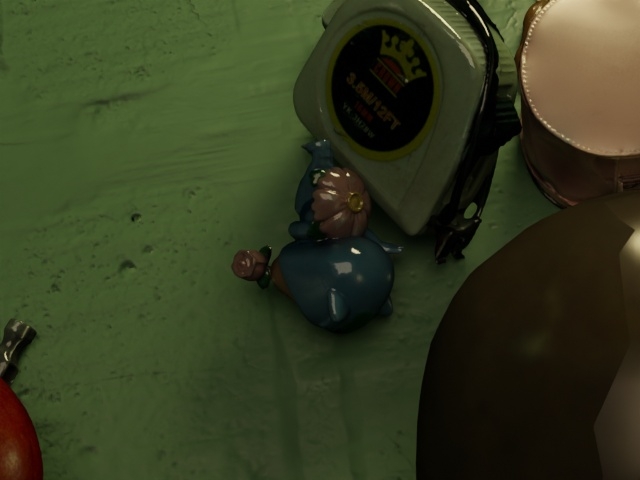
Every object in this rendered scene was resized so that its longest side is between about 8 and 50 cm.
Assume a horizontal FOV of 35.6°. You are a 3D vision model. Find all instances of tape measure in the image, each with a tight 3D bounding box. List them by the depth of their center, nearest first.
[{"bbox_3d":[0.106,-0.131,0.955,0.235,0.115,0.207,48,122,21],"label":"tape measure"}]

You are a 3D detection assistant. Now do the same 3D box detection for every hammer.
[{"bbox_3d":[-0.430,0.089,0.987,0.287,0.033,0.111,19,68,13],"label":"hammer"}]

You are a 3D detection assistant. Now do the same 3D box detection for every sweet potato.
[{"bbox_3d":[0.224,-0.219,1.067,0.026,0.026,0.115,17,71,12],"label":"sweet potato"}]

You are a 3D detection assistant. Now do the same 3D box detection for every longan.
[{"bbox_3d":[0.254,0.157,0.735,0.404,0.336,0.405,6,76,-23],"label":"longan"}]

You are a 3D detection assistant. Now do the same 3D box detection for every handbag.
[{"bbox_3d":[0.279,-0.135,0.975,0.179,0.116,0.205,8,67,8],"label":"handbag"}]

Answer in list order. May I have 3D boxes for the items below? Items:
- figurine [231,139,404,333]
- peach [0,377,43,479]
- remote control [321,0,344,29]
[{"bbox_3d":[-0.005,0.001,0.942,0.144,0.114,0.178,-8,88,22],"label":"figurine"},{"bbox_3d":[-0.349,0.210,0.839,0.243,0.200,0.243,-22,33,15],"label":"peach"},{"bbox_3d":[0.097,-0.192,1.057,0.222,0.042,0.072,36,74,17],"label":"remote control"}]
